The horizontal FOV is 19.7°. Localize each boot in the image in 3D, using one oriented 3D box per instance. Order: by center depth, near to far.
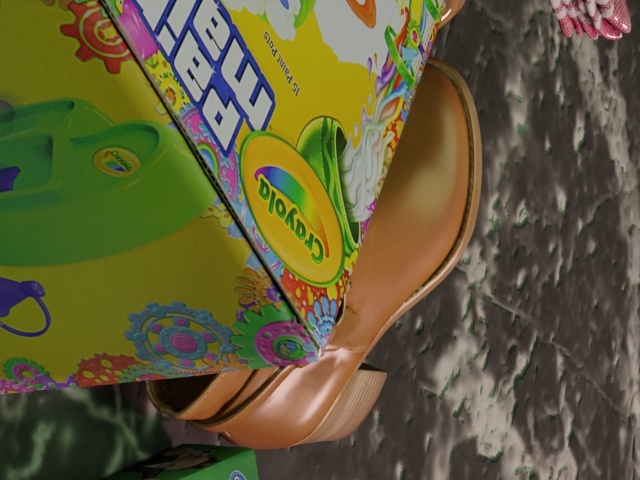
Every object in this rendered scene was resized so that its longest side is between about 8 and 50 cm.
[{"bbox_3d":[0.000,0.000,0.811,0.152,0.073,0.197,19,88,-62],"label":"boot"}]

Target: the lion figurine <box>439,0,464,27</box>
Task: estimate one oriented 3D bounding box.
[{"bbox_3d":[0.058,-0.266,0.820,0.240,0.142,0.392,-32,138,-21],"label":"lion figurine"}]

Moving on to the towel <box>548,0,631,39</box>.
[{"bbox_3d":[0.102,-0.183,0.729,0.197,0.029,0.144,53,42,-63],"label":"towel"}]

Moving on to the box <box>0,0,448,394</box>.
[{"bbox_3d":[-0.095,-0.152,0.559,0.290,0.177,0.279,60,35,-35],"label":"box"}]

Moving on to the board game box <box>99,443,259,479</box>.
[{"bbox_3d":[-0.085,0.263,0.741,0.213,0.046,0.317,-17,100,-52],"label":"board game box"}]
